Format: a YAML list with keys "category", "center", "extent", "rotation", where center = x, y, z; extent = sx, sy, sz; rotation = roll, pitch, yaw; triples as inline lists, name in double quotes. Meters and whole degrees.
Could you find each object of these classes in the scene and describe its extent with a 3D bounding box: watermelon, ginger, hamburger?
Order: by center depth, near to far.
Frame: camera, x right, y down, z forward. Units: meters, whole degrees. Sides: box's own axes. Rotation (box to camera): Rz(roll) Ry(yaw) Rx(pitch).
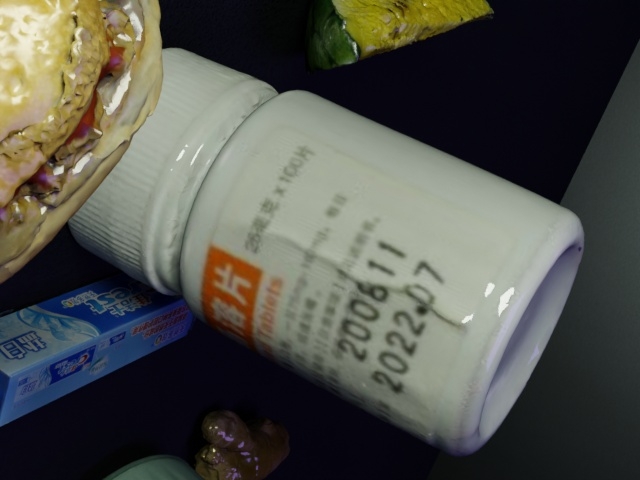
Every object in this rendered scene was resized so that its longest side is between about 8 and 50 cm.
- category: "hamburger"
  center: [-0.198, -0.086, 0.554]
  extent: [0.244, 0.244, 0.163]
  rotation: [-62, 173, -4]
- category: "watermelon"
  center: [0.066, -0.222, 1.197]
  extent: [0.301, 0.129, 0.123]
  rotation: [-27, 137, -51]
- category: "ginger"
  center: [-0.099, 0.273, 1.499]
  extent: [0.205, 0.081, 0.115]
  rotation: [22, 63, -63]

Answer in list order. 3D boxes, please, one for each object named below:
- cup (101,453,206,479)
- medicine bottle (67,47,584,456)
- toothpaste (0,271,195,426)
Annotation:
- category: "cup"
  center: [-0.141, 0.477, 1.218]
  extent: [0.401, 0.392, 0.310]
  rotation: [-53, 153, -12]
- category: "medicine bottle"
  center: [0.000, 0.000, 0.956]
  extent: [0.211, 0.372, 0.211]
  rotation: [-51, 156, -33]
- category: "toothpaste"
  center: [-0.200, 0.079, 1.006]
  extent: [0.272, 0.066, 0.053]
  rotation: [-23, 136, -62]
